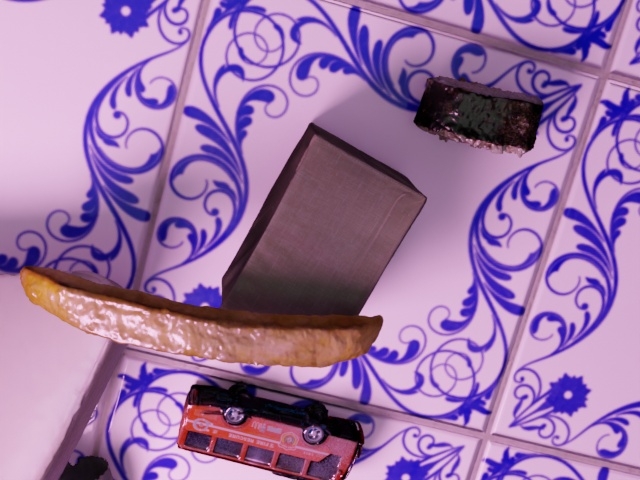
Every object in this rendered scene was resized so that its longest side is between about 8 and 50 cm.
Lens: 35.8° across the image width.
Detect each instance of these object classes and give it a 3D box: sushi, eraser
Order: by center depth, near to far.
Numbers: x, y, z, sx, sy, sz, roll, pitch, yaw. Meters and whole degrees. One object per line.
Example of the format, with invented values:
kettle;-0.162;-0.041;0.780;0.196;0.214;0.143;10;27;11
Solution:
eraser;-0.385;0.193;1.157;0.331;0.150;0.331;1;81;-4
sushi;0.192;-0.150;1.196;0.150;0.090;0.078;11;106;-9

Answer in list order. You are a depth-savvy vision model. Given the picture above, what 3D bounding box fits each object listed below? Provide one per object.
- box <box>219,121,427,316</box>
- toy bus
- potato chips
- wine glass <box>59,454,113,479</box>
box;0.000;0.000;1.183;0.155;0.149;0.231;27;100;-10
toy bus;-0.065;0.249;1.278;0.235;0.073;0.096;17;110;-7
potato chips;-0.131;0.091;1.081;0.407;0.080;0.057;9;112;-5
wine glass;-0.215;0.429;1.300;0.264;0.096;0.309;-6;102;-9
